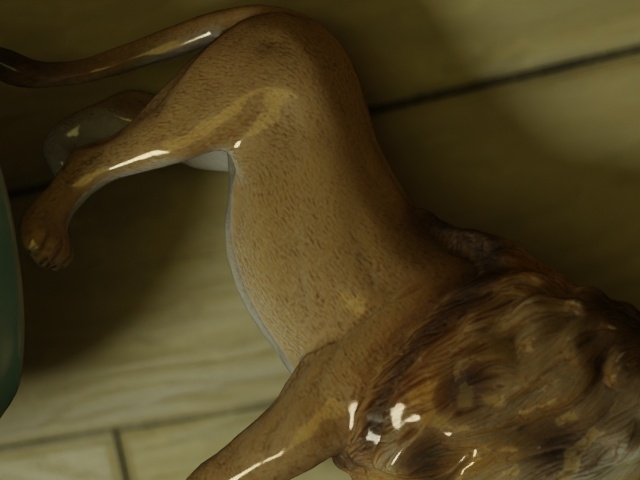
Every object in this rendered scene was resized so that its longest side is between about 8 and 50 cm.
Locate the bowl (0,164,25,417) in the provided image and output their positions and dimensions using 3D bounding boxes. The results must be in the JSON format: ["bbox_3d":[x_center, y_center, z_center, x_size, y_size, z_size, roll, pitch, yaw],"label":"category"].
[{"bbox_3d":[-0.255,0.015,0.847,0.163,0.311,0.311,-9,92,-23],"label":"bowl"}]

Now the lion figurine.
[{"bbox_3d":[0.000,0.000,0.811,0.240,0.142,0.392,-35,78,12],"label":"lion figurine"}]
